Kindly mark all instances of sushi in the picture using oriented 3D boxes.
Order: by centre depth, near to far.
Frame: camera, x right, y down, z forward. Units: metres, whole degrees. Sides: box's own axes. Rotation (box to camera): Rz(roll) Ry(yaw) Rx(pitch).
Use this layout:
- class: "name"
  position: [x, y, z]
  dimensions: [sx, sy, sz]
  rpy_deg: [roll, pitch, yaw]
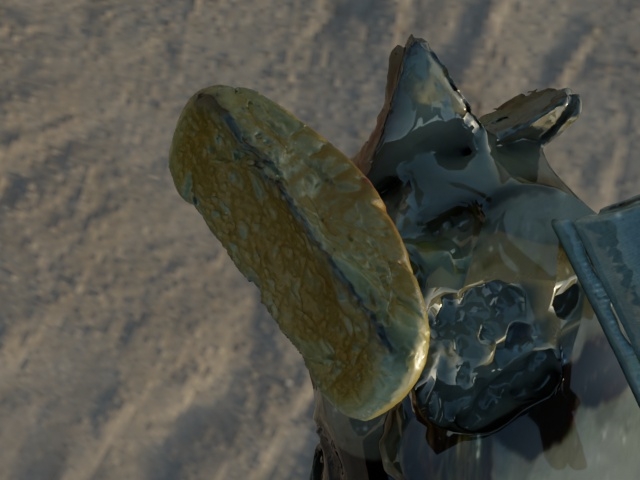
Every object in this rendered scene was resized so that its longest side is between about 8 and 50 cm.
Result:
- class: "sushi"
  position: [0.040, 0.063, 0.629]
  dimensions: [0.134, 0.109, 0.273]
  rpy_deg: [-33, 110, -31]

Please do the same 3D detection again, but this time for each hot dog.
- class: "hot dog"
  position: [0.000, 0.000, 0.434]
  dimensions: [0.034, 0.090, 0.030]
  rpy_deg: [-16, 150, -41]

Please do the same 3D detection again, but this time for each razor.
- class: "razor"
  position: [0.134, -0.018, 0.656]
  dimensions: [0.068, 0.232, 0.106]
  rpy_deg: [-21, 112, 17]
